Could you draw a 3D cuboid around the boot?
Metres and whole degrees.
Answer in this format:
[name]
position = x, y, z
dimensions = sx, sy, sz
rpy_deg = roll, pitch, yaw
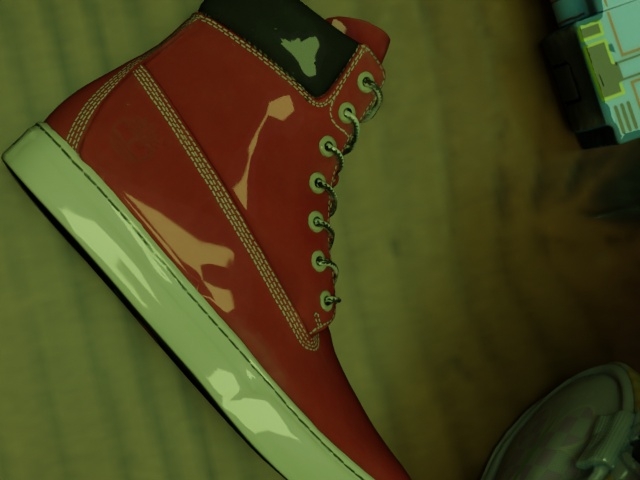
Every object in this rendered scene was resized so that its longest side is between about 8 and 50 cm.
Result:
[boot]
position = 0.000, 0.000, 0.581
dimensions = 0.176, 0.088, 0.244
rpy_deg = -40, 94, -11

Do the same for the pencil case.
[pencil case]
position = 0.197, 0.178, 0.602
dimensions = 0.273, 0.124, 0.113
rpy_deg = 42, 45, -11

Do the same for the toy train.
[toy train]
position = 0.152, -0.135, 0.618
dimensions = 0.105, 0.080, 0.184
rpy_deg = -20, 94, -6
